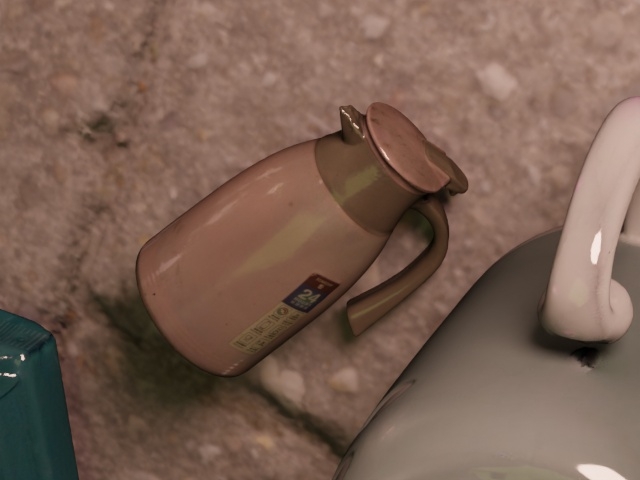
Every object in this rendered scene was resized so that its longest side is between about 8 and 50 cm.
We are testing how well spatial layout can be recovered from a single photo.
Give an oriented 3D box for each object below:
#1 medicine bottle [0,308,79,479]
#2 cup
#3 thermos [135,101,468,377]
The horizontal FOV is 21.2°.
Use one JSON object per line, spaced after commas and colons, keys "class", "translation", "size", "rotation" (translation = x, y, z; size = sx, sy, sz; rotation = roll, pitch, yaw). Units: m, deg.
{"class": "medicine bottle", "translation": [-0.234, 0.160, 1.230], "size": [0.124, 0.079, 0.258], "rotation": [0, 111, 21]}
{"class": "cup", "translation": [0.147, 0.106, 0.916], "size": [0.259, 0.274, 0.357], "rotation": [11, 116, 20]}
{"class": "thermos", "translation": [0.000, 0.000, 1.054], "size": [0.193, 0.105, 0.137], "rotation": [-37, 118, 25]}
